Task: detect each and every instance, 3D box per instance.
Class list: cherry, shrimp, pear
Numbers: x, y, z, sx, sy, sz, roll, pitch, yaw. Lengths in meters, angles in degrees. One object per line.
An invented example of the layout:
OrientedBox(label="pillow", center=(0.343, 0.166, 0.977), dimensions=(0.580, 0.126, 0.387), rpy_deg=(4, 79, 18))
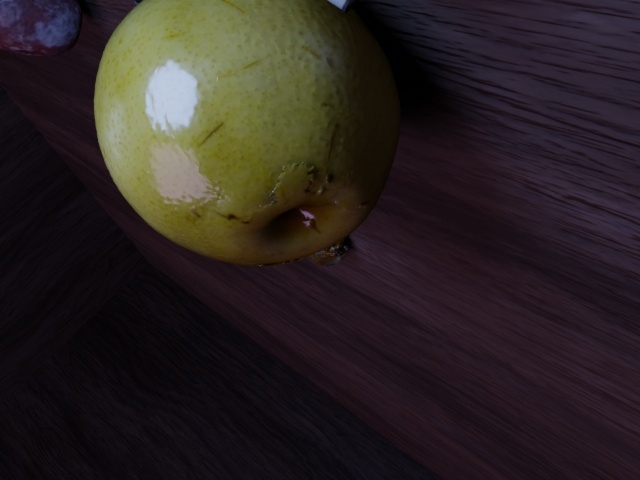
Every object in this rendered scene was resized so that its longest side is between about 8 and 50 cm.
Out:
OrientedBox(label="cherry", center=(-0.611, -0.482, 1.585), dimensions=(0.285, 0.213, 0.236), rpy_deg=(22, -169, -5))
OrientedBox(label="shrimp", center=(-0.002, 0.001, 1.588), dimensions=(0.115, 0.051, 0.217), rpy_deg=(50, 166, -11))
OrientedBox(label="pear", center=(-0.081, -0.139, 0.914), dimensions=(0.348, 0.348, 0.348), rpy_deg=(40, 163, 15))

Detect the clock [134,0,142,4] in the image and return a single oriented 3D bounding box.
OrientedBox(label="clock", center=(-0.177, -0.321, 1.070), dimensions=(0.229, 0.063, 0.155), rpy_deg=(21, -179, -4))

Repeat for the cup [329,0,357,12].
OrientedBox(label="cup", center=(-0.048, -0.330, 0.666), dimensions=(0.279, 0.196, 0.196), rpy_deg=(38, 164, -4))
